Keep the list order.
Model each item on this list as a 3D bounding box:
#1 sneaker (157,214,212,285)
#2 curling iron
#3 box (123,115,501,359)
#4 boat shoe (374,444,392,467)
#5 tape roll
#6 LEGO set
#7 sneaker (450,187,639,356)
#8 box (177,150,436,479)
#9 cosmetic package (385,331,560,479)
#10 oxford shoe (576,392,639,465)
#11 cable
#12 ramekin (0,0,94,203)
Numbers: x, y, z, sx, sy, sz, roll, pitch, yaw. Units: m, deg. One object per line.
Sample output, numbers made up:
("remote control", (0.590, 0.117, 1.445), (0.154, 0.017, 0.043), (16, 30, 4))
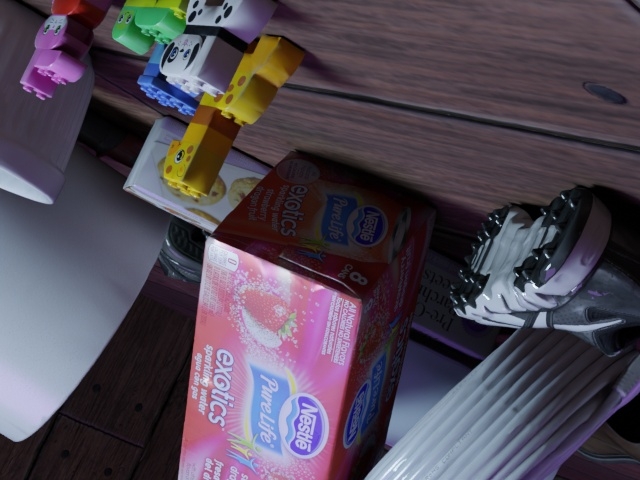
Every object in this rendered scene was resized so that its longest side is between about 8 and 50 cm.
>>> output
("sneaker", (-0.088, 0.029, 1.783), (0.228, 0.087, 0.130), (31, 173, -23))
("curling iron", (-0.182, -0.083, 1.472), (0.274, 0.035, 0.068), (28, 172, -27))
("box", (0.000, 0.000, 1.348), (0.324, 0.067, 0.063), (27, 173, -12))
("boat shoe", (0.025, 0.206, 1.475), (0.098, 0.109, 0.302), (30, 178, 20))
("tape roll", (-0.263, 0.025, 1.421), (0.169, 0.246, 0.246), (35, 170, -15))
("LEGO set", (-0.085, -0.081, 0.924), (0.087, 0.093, 0.227), (29, 171, -32))
("sneaker", (0.149, 0.028, 0.996), (0.106, 0.078, 0.234), (28, 170, -8))
("box", (-0.014, 0.084, 1.213), (0.123, 0.128, 0.256), (23, 130, 16))
("cosmetic package", (0.050, 0.102, 1.543), (0.284, 0.097, 0.377), (29, -176, -10))
("oxford shoe", (0.288, 0.164, 1.593), (0.096, 0.083, 0.227), (49, 163, -23))
("cable", (0.126, 0.150, 1.238), (0.089, 0.257, 0.257), (48, 157, 12))
("ramekin", (-0.260, -0.118, 1.187), (0.207, 0.109, 0.207), (24, 173, 3))
